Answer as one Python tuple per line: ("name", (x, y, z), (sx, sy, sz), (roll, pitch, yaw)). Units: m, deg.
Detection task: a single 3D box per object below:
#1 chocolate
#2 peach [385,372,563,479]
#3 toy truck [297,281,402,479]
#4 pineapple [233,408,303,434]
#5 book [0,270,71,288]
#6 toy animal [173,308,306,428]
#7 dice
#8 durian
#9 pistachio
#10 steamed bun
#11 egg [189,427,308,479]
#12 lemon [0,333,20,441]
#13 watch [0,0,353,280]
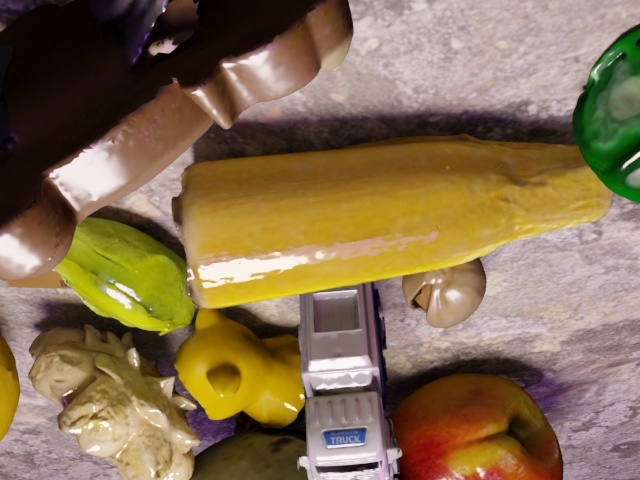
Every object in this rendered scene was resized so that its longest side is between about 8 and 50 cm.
("chocolate", (0.075, -0.028, 0.848), (0.445, 0.162, 0.162), (-7, 145, -3))
("peach", (0.219, 0.363, 1.296), (0.307, 0.308, 0.332), (21, 144, -31))
("toy truck", (0.028, 0.169, 1.015), (0.124, 0.268, 0.155), (-6, 143, 3))
("pineapple", (-0.062, 0.298, 1.346), (0.221, 0.103, 0.083), (-32, 167, 34))
("book", (-0.394, 0.025, 0.998), (0.172, 0.012, 0.118), (1, 146, -6))
("toy animal", (-0.093, 0.188, 1.137), (0.156, 0.156, 0.229), (-27, 142, 31))
("dice", (0.323, -0.115, 0.749), (0.120, 0.128, 0.131), (15, 141, -26))
("durian", (-0.226, 0.049, 0.975), (0.139, 0.101, 0.250), (7, 157, 39))
("pistachio", (0.155, 0.051, 1.009), (0.113, 0.113, 0.149), (-5, 160, 3))
("steamed bun", (-0.266, 0.211, 1.104), (0.137, 0.292, 0.295), (-46, 161, -9))
("egg", (-0.060, 0.440, 1.150), (0.345, 0.345, 0.428), (23, 164, -32))
("lemon", (-0.511, 0.191, 1.043), (0.235, 0.236, 0.263), (3, 124, -8))
("watch", (-0.196, -0.203, 0.503), (0.335, 0.314, 0.327), (-27, 130, 8))
